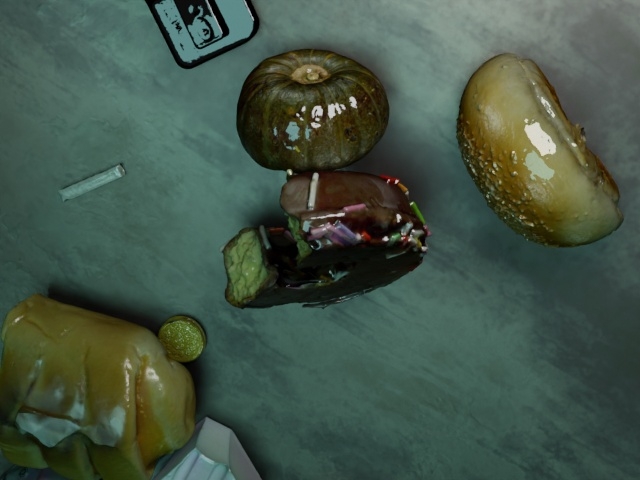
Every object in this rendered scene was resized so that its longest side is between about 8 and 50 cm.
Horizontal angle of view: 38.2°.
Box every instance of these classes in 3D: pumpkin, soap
[{"bbox_3d":[-0.020,-0.174,1.322,0.218,0.219,0.162,3,132,9],"label":"pumpkin"},{"bbox_3d":[-0.230,0.498,1.659,0.208,0.115,0.347,26,112,-2],"label":"soap"}]

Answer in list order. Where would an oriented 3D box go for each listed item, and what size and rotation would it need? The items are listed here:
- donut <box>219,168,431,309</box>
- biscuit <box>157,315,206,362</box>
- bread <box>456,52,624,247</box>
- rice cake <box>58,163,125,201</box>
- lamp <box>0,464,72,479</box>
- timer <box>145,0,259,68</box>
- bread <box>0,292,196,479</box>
[{"bbox_3d":[0.019,0.000,1.353,0.259,0.345,0.136,-4,72,-25],"label":"donut"},{"bbox_3d":[-0.237,0.169,1.585,0.083,0.023,0.084,3,111,9],"label":"biscuit"},{"bbox_3d":[0.303,-0.100,1.298,0.171,0.192,0.314,-33,102,18],"label":"bread"},{"bbox_3d":[-0.375,-0.094,1.512,0.121,0.021,0.022,-21,101,15],"label":"rice cake"},{"bbox_3d":[-0.466,0.530,1.639,0.247,0.301,0.247,-39,140,4],"label":"lamp"},{"bbox_3d":[-0.186,-0.360,1.360,0.144,0.055,0.187,-22,106,16],"label":"timer"},{"bbox_3d":[-0.383,0.282,1.551,0.341,0.210,0.301,18,116,6],"label":"bread"}]
